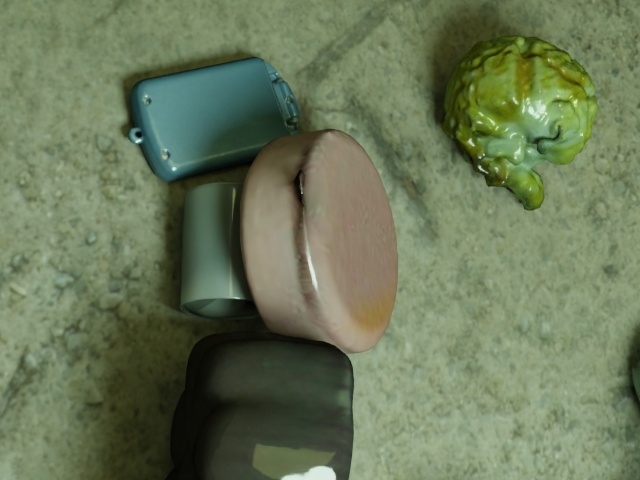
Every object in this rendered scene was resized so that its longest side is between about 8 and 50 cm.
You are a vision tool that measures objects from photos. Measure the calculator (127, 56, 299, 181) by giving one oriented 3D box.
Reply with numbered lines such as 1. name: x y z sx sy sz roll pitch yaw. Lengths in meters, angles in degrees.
1. calculator: -0.120 -0.138 1.574 0.210 0.039 0.121 -17 81 -28

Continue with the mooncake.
1. mooncake: -0.067 0.233 1.350 0.154 0.306 0.306 10 71 -13

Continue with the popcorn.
1. popcorn: 0.240 -0.139 1.675 0.198 0.198 0.212 3 107 -25

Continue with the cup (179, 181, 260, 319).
1. cup: -0.094 0.019 1.519 0.099 0.136 0.133 -6 73 17

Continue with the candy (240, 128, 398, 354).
1. candy: 0.000 0.000 1.488 0.255 0.094 0.255 30 56 -60

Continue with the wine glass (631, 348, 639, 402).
1. wine glass: 0.457 0.212 1.595 0.143 0.321 0.143 -2 112 -4
